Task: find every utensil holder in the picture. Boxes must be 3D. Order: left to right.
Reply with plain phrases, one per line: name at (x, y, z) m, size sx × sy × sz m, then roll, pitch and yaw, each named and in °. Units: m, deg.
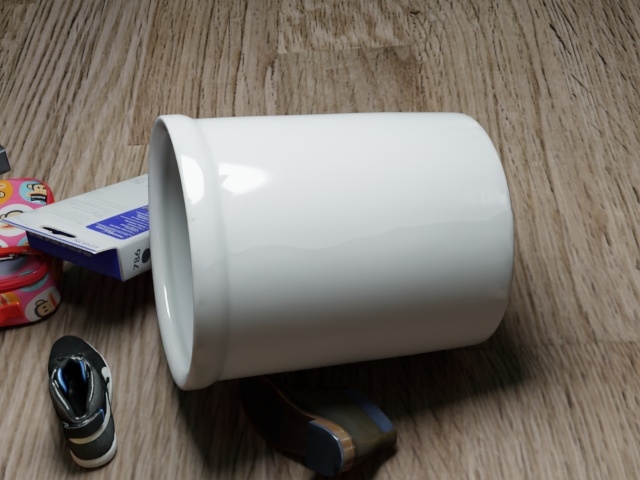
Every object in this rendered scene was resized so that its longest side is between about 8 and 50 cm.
utensil holder at (0.000, 0.000, 1.369) m, size 0.386 × 0.327 × 0.327 m, roll -5°, pitch 41°, yaw -17°

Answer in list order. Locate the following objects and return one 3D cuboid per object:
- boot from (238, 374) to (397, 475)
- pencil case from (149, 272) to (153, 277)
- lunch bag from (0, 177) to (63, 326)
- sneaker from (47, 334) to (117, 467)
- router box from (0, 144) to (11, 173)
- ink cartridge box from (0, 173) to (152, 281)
boot at (-0.007, 0.217, 1.371) m, size 0.106 × 0.082 × 0.219 m, roll -7°, pitch 27°, yaw -39°
pencil case at (-0.134, 0.031, 1.562) m, size 0.209 × 0.095 × 0.098 m, roll -37°, pitch 12°, yaw -32°
lunch bag at (-0.518, 0.039, 1.579) m, size 0.293 × 0.120 × 0.258 m, roll -8°, pitch 47°, yaw -4°
sneaker at (-0.307, 0.169, 1.400) m, size 0.079 × 0.121 × 0.217 m, roll -17°, pitch 43°, yaw -13°
router box at (-0.620, -0.126, 1.816) m, size 0.179 × 0.046 × 0.133 m, roll -30°, pitch 48°, yaw -24°
ink cartridge box at (-0.279, -0.018, 1.550) m, size 0.165 × 0.065 × 0.333 m, roll 18°, pitch 21°, yaw 24°
